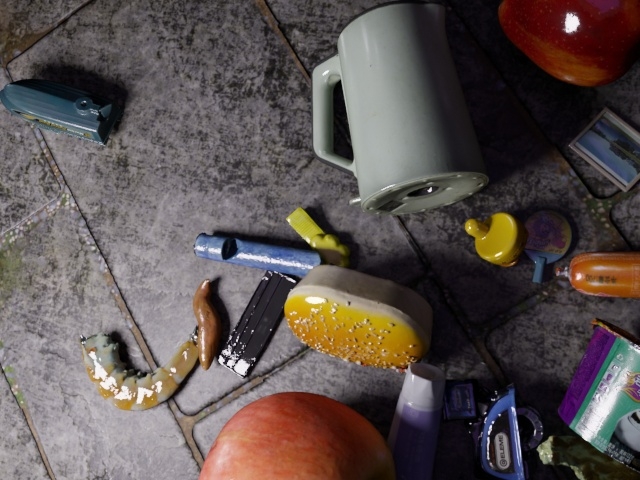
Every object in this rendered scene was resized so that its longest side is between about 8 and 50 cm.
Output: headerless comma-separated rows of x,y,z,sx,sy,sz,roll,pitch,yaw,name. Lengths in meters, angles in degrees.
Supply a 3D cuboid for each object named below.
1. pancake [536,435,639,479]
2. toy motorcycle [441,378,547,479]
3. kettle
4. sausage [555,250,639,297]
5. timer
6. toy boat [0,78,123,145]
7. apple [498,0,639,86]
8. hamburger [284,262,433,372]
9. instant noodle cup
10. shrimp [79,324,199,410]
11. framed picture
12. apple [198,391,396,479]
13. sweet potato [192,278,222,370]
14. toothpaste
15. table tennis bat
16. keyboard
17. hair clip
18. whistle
0.525,0.491,1.147,0.197,0.054,0.376,-40,92,-30,pancake
0.333,0.444,1.219,0.213,0.125,0.358,-9,78,21,toy motorcycle
0.133,-0.249,1.317,0.361,0.250,0.376,-20,74,39,kettle
0.614,0.065,1.211,0.313,0.093,0.092,0,83,14,sausage
0.353,-0.008,1.272,0.107,0.109,0.107,-34,44,40,timer
-0.637,-0.317,1.541,0.296,0.122,0.114,16,65,5,toy boat
0.507,-0.447,1.207,0.317,0.288,0.288,41,94,28,apple
0.076,0.159,1.263,0.296,0.227,0.151,17,64,18,hamburger
0.556,0.282,1.128,0.251,0.251,0.190,30,99,15,instant noodle cup
-0.408,0.291,1.438,0.287,0.068,0.185,-7,83,11,shrimp
0.597,-0.184,1.287,0.149,0.011,0.109,44,94,14,framed picture
-0.035,0.467,1.173,0.364,0.364,0.363,-2,82,13,apple
-0.251,0.188,1.423,0.055,0.058,0.202,-24,68,53,sweet potato
0.172,0.421,1.243,0.125,0.080,0.370,12,105,14,toothpaste
0.454,0.011,1.293,0.100,0.019,0.154,12,84,14,table tennis bat
-0.138,0.182,1.413,0.087,0.017,0.250,28,89,16,keyboard
0.000,0.000,1.389,0.072,0.046,0.173,-42,77,9,hair clip
-0.132,0.032,1.394,0.305,0.062,0.062,9,85,21,whistle
